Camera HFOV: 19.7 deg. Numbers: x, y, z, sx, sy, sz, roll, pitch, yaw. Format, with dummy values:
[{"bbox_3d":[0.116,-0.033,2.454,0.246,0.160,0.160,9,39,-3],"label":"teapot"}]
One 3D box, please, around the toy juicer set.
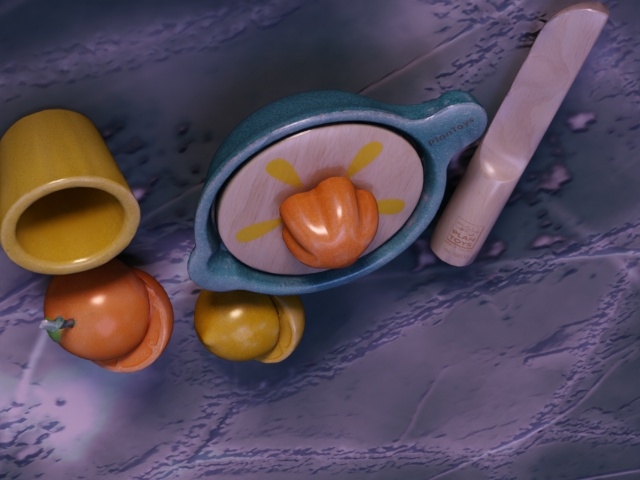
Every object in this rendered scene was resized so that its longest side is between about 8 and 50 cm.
[{"bbox_3d":[0.000,0.000,0.977,0.329,0.089,0.209,-13,140,-10],"label":"toy juicer set"}]
